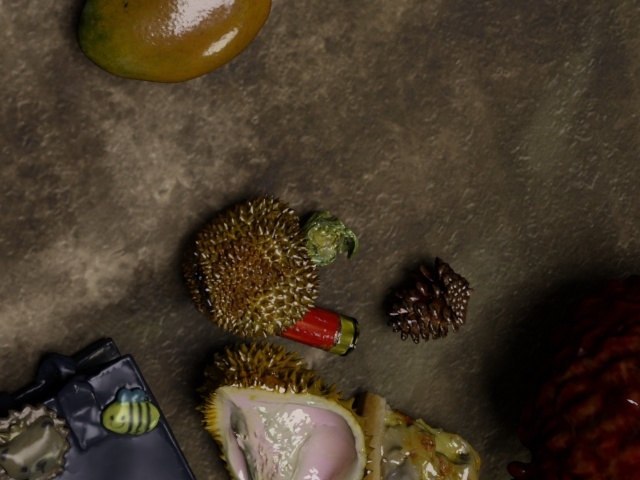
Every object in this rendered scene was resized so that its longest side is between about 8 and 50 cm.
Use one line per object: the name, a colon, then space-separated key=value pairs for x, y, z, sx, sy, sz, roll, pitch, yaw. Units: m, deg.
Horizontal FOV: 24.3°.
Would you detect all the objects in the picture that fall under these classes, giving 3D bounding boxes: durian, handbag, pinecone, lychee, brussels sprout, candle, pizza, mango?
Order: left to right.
handbag: x=-0.289 y=0.306 z=1.656 sx=0.303 sy=0.122 sz=0.329 roll=-31 pitch=114 yaw=-18
mango: x=-0.150 y=-0.246 z=1.591 sx=0.221 sy=0.120 sz=0.151 roll=-39 pitch=114 yaw=-7
durian: x=-0.076 y=0.037 z=1.689 sx=0.168 sy=0.137 sz=0.158 roll=-32 pitch=75 yaw=-27
durian: x=-0.040 y=0.215 z=1.746 sx=0.183 sy=0.138 sz=0.249 roll=-21 pitch=118 yaw=-1
candle: x=-0.018 y=0.101 z=1.786 sx=0.131 sy=0.052 sz=0.052 roll=18 pitch=94 yaw=-29
brussels sprout: x=0.000 y=0.000 z=1.768 sx=0.085 sy=0.058 sz=0.085 roll=-9 pitch=126 yaw=-12
pinecone: x=0.135 y=0.081 z=1.834 sx=0.109 sy=0.102 sz=0.102 roll=-43 pitch=118 yaw=-3
pizza: x=0.140 y=0.341 z=1.851 sx=0.223 sy=0.089 sz=0.323 roll=1 pitch=74 yaw=-42
lychee: x=0.438 y=0.251 z=1.872 sx=0.500 sy=0.424 sz=0.424 roll=-30 pitch=118 yaw=12
